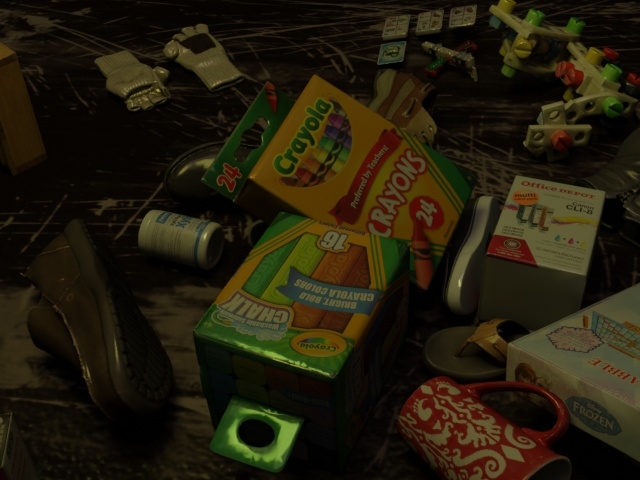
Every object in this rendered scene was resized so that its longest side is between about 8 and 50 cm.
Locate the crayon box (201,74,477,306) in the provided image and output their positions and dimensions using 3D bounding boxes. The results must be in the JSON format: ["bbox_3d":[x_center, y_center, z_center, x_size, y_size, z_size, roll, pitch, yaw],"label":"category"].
[{"bbox_3d":[0.029,-0.078,1.214,0.318,0.081,0.202,31,59,-5],"label":"crayon box"}]

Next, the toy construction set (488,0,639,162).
[{"bbox_3d":[0.403,-0.271,1.526,0.215,0.151,0.327,13,46,-19],"label":"toy construction set"}]

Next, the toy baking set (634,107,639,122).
[{"bbox_3d":[0.636,-0.169,1.494,0.256,0.030,0.197,10,49,23],"label":"toy baking set"}]

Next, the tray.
[{"bbox_3d":[-0.625,-0.287,1.559,0.076,0.203,0.411,-35,51,-30],"label":"tray"}]

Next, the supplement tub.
[{"bbox_3d":[-0.198,-0.001,1.315,0.107,0.071,0.071,13,44,15],"label":"supplement tub"}]

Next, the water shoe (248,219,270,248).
[{"bbox_3d":[0.000,0.000,1.322,0.203,0.073,0.080,5,14,11],"label":"water shoe"}]

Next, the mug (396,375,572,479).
[{"bbox_3d":[0.186,0.224,1.016,0.150,0.113,0.169,-36,46,-20],"label":"mug"}]

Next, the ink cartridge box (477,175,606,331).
[{"bbox_3d":[0.295,0.020,1.223,0.128,0.127,0.176,13,43,17],"label":"ink cartridge box"}]

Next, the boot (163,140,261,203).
[{"bbox_3d":[-0.089,-0.081,1.331,0.263,0.091,0.229,-11,21,-12],"label":"boot"}]

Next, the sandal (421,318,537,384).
[{"bbox_3d":[0.237,0.134,1.148,0.219,0.060,0.090,4,42,7],"label":"sandal"}]

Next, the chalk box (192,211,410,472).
[{"bbox_3d":[-0.027,0.134,1.073,0.180,0.179,0.289,14,44,19],"label":"chalk box"}]

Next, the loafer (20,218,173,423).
[{"bbox_3d":[-0.293,0.116,1.169,0.130,0.134,0.366,-36,37,-2],"label":"loafer"}]

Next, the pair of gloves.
[{"bbox_3d":[-0.285,-0.323,1.702,0.240,0.042,0.204,-19,44,-16],"label":"pair of gloves"}]

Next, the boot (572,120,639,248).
[{"bbox_3d":[0.554,-0.047,1.319,0.338,0.118,0.223,26,57,35],"label":"boot"}]

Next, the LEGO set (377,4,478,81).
[{"bbox_3d":[0.203,-0.356,1.728,0.182,0.060,0.244,-5,39,16],"label":"LEGO set"}]

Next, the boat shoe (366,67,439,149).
[{"bbox_3d":[0.128,-0.170,1.452,0.120,0.122,0.324,8,43,7],"label":"boat shoe"}]

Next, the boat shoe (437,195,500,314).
[{"bbox_3d":[0.192,0.017,1.276,0.076,0.080,0.228,-3,42,26],"label":"boat shoe"}]

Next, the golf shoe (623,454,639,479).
[{"bbox_3d":[0.389,0.236,1.015,0.094,0.077,0.198,21,46,24],"label":"golf shoe"}]

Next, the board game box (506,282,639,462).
[{"bbox_3d":[0.431,0.150,1.020,0.318,0.066,0.319,-18,28,-32],"label":"board game box"}]

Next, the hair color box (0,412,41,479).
[{"bbox_3d":[-0.336,0.256,0.981,0.043,0.141,0.072,-5,41,-3],"label":"hair color box"}]
